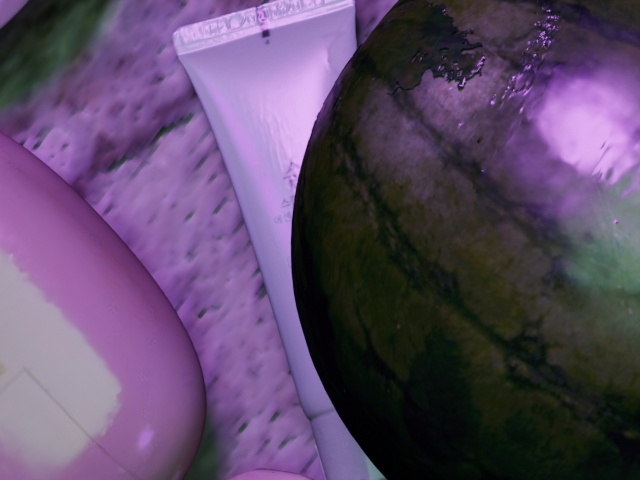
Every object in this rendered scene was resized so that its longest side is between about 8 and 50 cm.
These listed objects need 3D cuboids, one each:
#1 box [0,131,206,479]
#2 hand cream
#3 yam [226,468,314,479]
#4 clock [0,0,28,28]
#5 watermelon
[{"bbox_3d":[-0.140,0.041,0.744,0.146,0.088,0.200,-44,87,2],"label":"box"},{"bbox_3d":[0.000,0.000,0.756,0.078,0.050,0.204,-15,83,7],"label":"hand cream"},{"bbox_3d":[0.039,0.224,0.740,0.066,0.066,0.299,-32,87,3],"label":"yam"},{"bbox_3d":[-0.193,-0.154,0.705,0.197,0.197,0.068,-27,43,4],"label":"clock"},{"bbox_3d":[0.111,0.002,0.652,0.242,0.242,0.242,0,89,5],"label":"watermelon"}]
